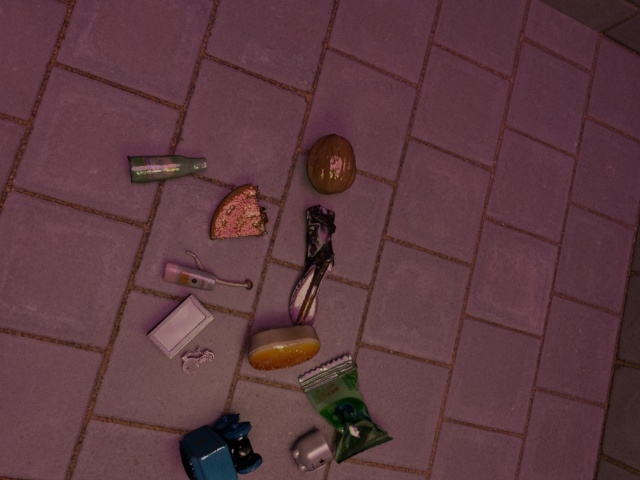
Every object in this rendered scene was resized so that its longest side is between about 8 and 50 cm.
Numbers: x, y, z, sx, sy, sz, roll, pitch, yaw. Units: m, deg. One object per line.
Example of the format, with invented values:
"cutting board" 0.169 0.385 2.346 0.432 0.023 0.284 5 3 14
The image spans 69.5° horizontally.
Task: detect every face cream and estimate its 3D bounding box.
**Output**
"face cream" -0.514 0.145 1.819 0.198 0.057 0.084 14 109 -11

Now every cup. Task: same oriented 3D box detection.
"cup" -0.042 0.887 1.924 0.142 0.173 0.134 -25 63 -16

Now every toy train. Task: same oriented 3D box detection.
"toy train" -0.377 0.789 1.717 0.265 0.300 0.188 -18 93 -28

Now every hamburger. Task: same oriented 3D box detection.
"hamburger" -0.144 0.433 1.854 0.295 0.227 0.151 -2 65 -15

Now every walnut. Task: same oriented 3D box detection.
"walnut" 0.048 -0.322 1.951 0.225 0.225 0.261 7 90 -17

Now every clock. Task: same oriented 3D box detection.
"clock" -0.488 0.470 1.832 0.129 0.041 0.087 -25 98 -13

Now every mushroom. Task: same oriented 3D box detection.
"mushroom" -0.418 0.136 1.875 0.306 0.043 0.068 26 67 -14

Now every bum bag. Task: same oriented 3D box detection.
"bum bag" 0.000 0.000 1.993 0.137 0.074 0.310 -2 101 -19

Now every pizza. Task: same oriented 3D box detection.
"pizza" -0.315 -0.088 1.894 0.228 0.081 0.289 33 79 -7

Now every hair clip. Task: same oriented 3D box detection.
"hair clip" -0.042 0.211 1.955 0.110 0.095 0.359 15 103 -42

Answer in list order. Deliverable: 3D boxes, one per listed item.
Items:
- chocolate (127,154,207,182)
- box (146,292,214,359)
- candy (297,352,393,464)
"chocolate" -0.596 -0.288 1.810 0.291 0.110 0.110 -9 90 -20
"box" -0.545 0.331 1.798 0.225 0.086 0.129 -45 100 -15
"candy" 0.101 0.704 1.952 0.263 0.172 0.398 -22 81 -22
